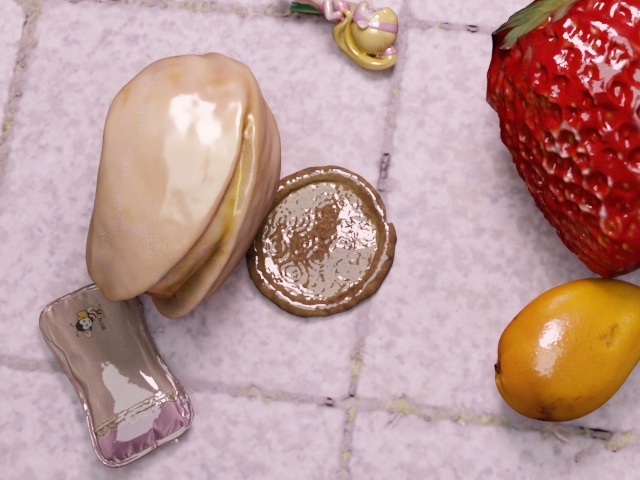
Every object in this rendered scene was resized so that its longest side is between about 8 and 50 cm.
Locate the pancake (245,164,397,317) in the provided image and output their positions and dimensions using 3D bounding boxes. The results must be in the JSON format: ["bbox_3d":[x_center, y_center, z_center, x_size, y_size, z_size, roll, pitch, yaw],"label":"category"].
[{"bbox_3d":[0.000,0.000,1.582,0.199,0.021,0.199,-1,75,4],"label":"pancake"}]

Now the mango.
[{"bbox_3d":[0.301,0.121,1.481,0.219,0.112,0.145,-33,74,-16],"label":"mango"}]

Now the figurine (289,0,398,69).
[{"bbox_3d":[0.022,-0.287,1.636,0.187,0.083,0.083,28,79,5],"label":"figurine"}]

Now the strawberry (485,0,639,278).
[{"bbox_3d":[0.347,-0.149,1.471,0.292,0.292,0.310,-34,101,-4],"label":"strawberry"}]

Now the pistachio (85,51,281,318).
[{"bbox_3d":[-0.163,-0.069,1.513,0.229,0.238,0.321,22,86,-32],"label":"pistachio"}]

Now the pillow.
[{"bbox_3d":[-0.250,0.157,1.552,0.130,0.038,0.233,-26,72,-5],"label":"pillow"}]
